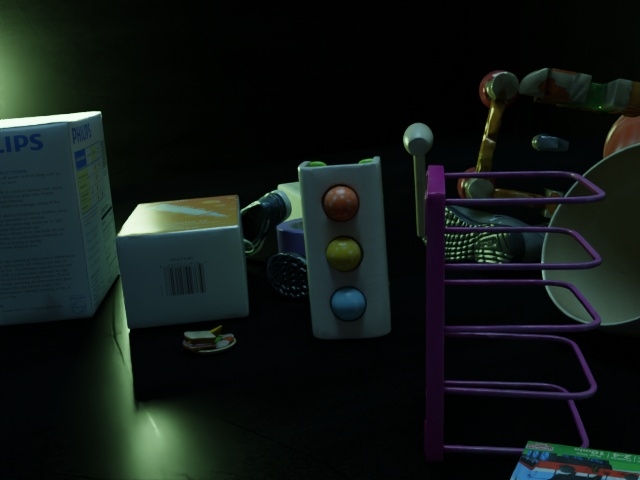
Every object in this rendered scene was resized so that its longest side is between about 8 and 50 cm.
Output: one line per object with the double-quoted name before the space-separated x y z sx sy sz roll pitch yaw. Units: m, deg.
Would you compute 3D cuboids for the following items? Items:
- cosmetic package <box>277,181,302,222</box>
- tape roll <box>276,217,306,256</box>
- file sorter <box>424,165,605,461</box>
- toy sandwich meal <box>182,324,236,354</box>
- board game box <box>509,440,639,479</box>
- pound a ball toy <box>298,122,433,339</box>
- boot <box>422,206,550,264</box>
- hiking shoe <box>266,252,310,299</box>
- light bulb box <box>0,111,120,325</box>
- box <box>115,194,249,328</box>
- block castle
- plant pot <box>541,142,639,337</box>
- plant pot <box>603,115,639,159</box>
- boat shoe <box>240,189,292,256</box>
"cosmetic package" 0.006 -0.080 2.105 0.160 0.113 0.309 -8 12 -14
"tape roll" 0.000 0.000 1.817 0.188 0.080 0.189 -5 12 1
"file sorter" 0.209 0.072 0.927 0.182 0.291 0.202 0 13 7
"toy sandwich meal" -0.174 0.154 1.289 0.085 0.029 0.085 -4 12 1
"board game box" 0.236 0.243 0.708 0.160 0.039 0.211 2 15 25
"pound a ball toy" 0.078 -0.014 1.285 0.208 0.319 0.136 -3 13 7
"boot" 0.374 -0.007 1.705 0.222 0.118 0.338 -3 17 -27
"hiking shoe" 0.006 0.071 1.532 0.226 0.086 0.114 11 5 34
"light bulb box" -0.546 -0.059 1.626 0.225 0.361 0.358 -5 12 -5
"box" -0.251 0.029 1.568 0.214 0.168 0.345 -6 12 -5
"block castle" 0.531 -0.181 1.703 0.453 0.303 0.213 11 9 7
"plant pot" 0.493 0.025 1.186 0.191 0.284 0.284 28 -4 -28
"plant pot" 0.774 -0.159 1.901 0.272 0.273 0.265 2 22 27
"boat shoe" -0.154 -0.024 1.790 0.079 0.095 0.254 -22 -7 -40
